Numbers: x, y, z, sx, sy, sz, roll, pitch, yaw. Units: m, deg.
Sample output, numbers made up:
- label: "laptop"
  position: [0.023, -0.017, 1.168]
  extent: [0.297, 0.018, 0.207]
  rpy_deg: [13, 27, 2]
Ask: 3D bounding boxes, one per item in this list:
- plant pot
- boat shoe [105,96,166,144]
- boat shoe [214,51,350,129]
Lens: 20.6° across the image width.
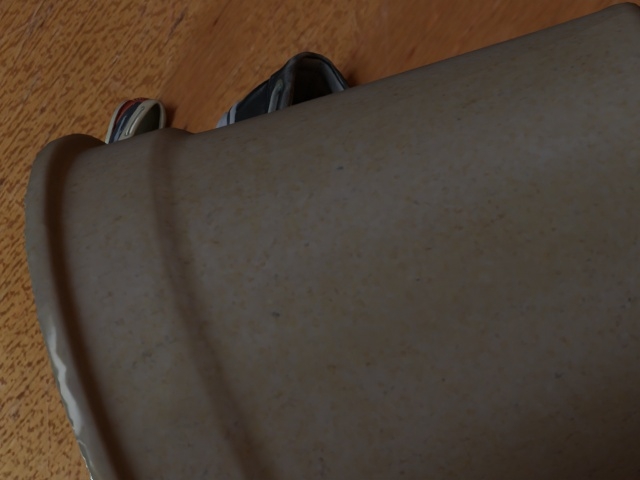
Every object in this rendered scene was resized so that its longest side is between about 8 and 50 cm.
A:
- label: "plant pot"
  position: [0.066, 0.039, 0.899]
  extent: [0.305, 0.334, 0.334]
  rpy_deg: [-24, 56, 9]
- label: "boat shoe"
  position: [-0.158, -0.052, 1.455]
  extent: [0.043, 0.049, 0.137]
  rpy_deg: [3, 77, 50]
- label: "boat shoe"
  position: [0.000, 0.000, 1.172]
  extent: [0.119, 0.121, 0.335]
  rpy_deg: [-54, 40, 33]
